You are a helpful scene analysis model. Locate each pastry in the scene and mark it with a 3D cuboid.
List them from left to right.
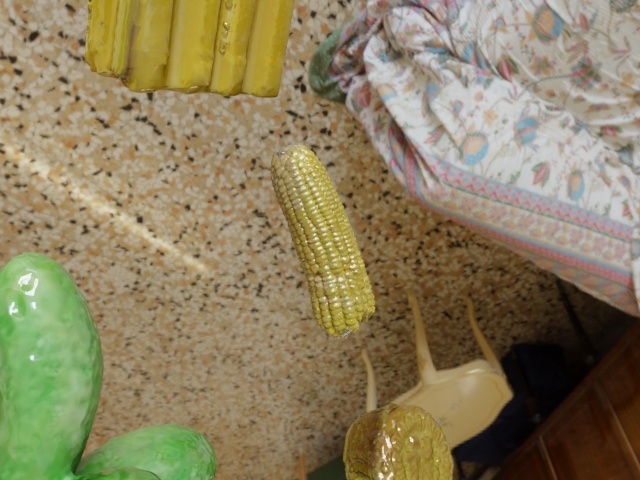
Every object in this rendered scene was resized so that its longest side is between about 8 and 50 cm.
[{"bbox_3d":[0.065,0.183,0.474,0.109,0.097,0.057,-17,170,-47],"label":"pastry"}]

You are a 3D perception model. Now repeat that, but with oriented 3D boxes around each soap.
[{"bbox_3d":[-0.107,-0.304,0.543,0.204,0.096,0.324,-13,122,-51],"label":"soap"}]

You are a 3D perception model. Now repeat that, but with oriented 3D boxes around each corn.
[{"bbox_3d":[0.000,0.000,0.847,0.101,0.101,0.291,-20,98,13],"label":"corn"}]

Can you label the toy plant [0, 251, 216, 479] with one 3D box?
[{"bbox_3d":[-0.266,0.236,0.468,0.356,0.211,0.317,-44,124,-22],"label":"toy plant"}]
